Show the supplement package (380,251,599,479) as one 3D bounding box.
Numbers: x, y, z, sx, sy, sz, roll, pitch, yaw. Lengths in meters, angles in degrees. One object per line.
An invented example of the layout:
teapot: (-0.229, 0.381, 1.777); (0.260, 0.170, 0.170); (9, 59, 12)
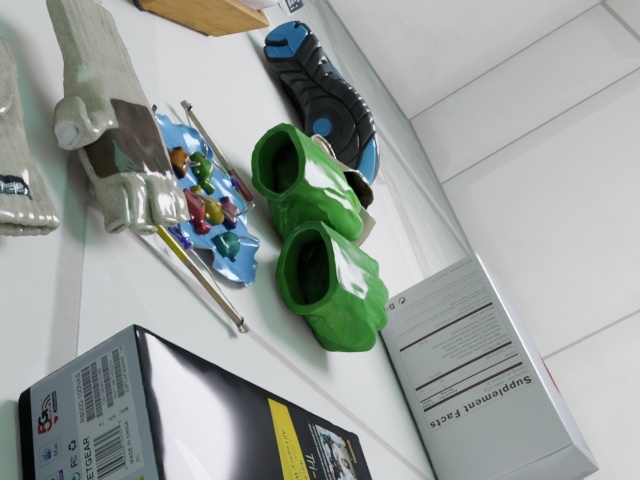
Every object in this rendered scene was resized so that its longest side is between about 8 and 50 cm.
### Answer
supplement package: (0.223, 0.201, 1.051); (0.177, 0.175, 0.293); (42, 22, -52)

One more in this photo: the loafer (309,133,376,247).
loafer: (0.025, -0.071, 1.094); (0.102, 0.092, 0.268); (48, 18, -38)

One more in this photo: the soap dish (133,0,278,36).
soap dish: (-0.177, -0.383, 0.974); (0.229, 0.118, 0.291); (62, 14, 0)

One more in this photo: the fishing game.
fishing game: (-0.103, -0.045, 0.720); (0.189, 0.041, 0.264); (56, 14, -24)

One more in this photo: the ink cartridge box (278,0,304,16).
ink cartridge box: (-0.111, -0.498, 1.227); (0.208, 0.045, 0.206); (59, 1, 32)

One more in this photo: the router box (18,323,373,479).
router box: (-0.020, 0.221, 0.374); (0.243, 0.081, 0.308); (41, 23, -50)

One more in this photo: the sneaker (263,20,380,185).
sneaker: (0.021, -0.229, 1.343); (0.340, 0.125, 0.140); (67, 11, 19)

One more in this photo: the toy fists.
toy fists: (0.000, 0.000, 0.870); (0.142, 0.096, 0.279); (33, 31, -47)

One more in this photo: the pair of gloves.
pair of gloves: (-0.187, -0.092, 0.512); (0.204, 0.042, 0.240); (65, 22, 8)
